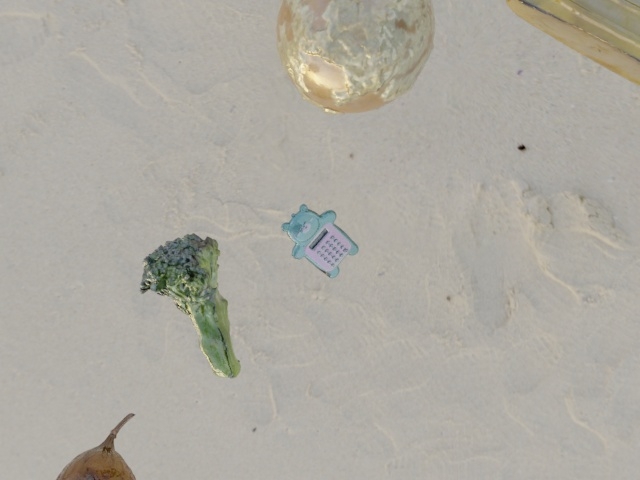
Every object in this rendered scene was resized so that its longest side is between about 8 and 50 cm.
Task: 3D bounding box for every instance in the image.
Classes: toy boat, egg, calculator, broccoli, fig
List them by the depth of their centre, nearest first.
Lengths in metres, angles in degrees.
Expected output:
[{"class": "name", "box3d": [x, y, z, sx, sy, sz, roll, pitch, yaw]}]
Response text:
[{"class": "toy boat", "box3d": [0.321, -0.220, 0.512, 0.310, 0.089, 0.115, 32, 105, 6]}, {"class": "egg", "box3d": [0.045, -0.271, 0.678, 0.203, 0.245, 0.203, 13, 138, 12]}, {"class": "calculator", "box3d": [0.000, 0.000, 0.812, 0.094, 0.019, 0.141, -49, 126, -1]}, {"class": "fig", "box3d": [-0.412, 0.418, 0.987, 0.134, 0.201, 0.146, -30, 133, 21]}, {"class": "broccoli", "box3d": [-0.234, 0.141, 1.035, 0.146, 0.165, 0.304, -19, 106, 13]}]
